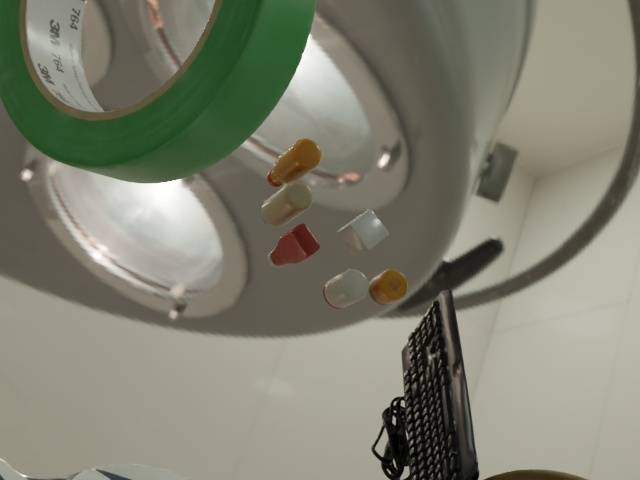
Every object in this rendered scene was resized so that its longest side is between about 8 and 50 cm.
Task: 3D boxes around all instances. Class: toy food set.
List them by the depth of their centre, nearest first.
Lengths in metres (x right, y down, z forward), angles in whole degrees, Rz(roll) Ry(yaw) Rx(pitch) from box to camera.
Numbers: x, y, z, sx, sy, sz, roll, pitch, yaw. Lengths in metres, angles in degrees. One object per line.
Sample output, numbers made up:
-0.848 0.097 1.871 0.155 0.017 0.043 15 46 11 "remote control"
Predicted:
0.000 0.000 1.292 0.232 0.111 0.104 53 -30 -3 "toy food set"

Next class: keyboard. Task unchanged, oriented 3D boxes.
0.060 0.113 0.668 0.038 0.192 0.100 19 -62 -8 "keyboard"

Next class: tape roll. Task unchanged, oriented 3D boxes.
-0.156 -0.214 0.918 0.321 0.321 0.077 4 -7 31 "tape roll"

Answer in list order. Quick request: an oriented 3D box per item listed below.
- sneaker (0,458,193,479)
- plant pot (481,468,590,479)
-0.153 0.150 0.371 0.234 0.153 0.094 12 -65 -8 "sneaker"
0.136 0.247 0.570 0.032 0.236 0.236 8 -13 -41 "plant pot"
